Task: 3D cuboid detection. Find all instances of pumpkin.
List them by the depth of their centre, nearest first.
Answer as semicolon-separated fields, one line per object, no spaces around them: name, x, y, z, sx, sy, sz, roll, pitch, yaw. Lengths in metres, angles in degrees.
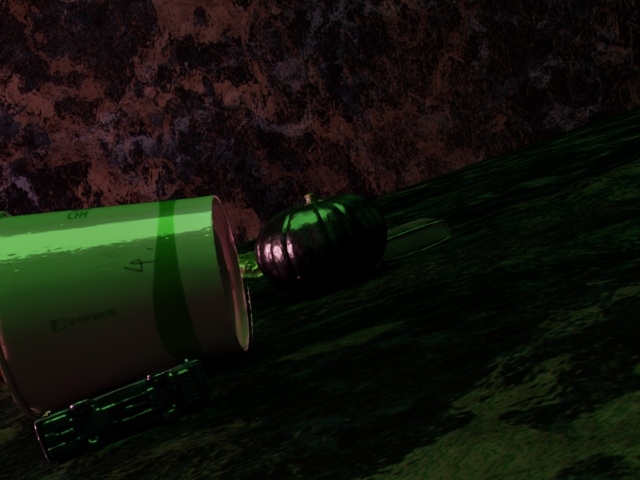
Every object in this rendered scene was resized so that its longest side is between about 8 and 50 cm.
pumpkin;0.000;0.000;1.919;0.202;0.140;0.202;-18;7;2

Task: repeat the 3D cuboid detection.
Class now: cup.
cup;-0.233;0.061;1.550;0.274;0.253;0.253;-12;4;3

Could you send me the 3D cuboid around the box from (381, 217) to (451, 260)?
box;0.131;-0.002;2.067;0.115;0.036;0.177;-19;4;-5

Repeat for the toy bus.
toy bus;-0.187;0.160;1.255;0.166;0.047;0.065;-20;0;-12

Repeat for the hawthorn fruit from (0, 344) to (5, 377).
hawthorn fruit;-0.528;0.134;2.244;0.210;0.210;0.262;-16;-12;35

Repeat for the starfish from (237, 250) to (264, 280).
starfish;-0.192;0.076;2.157;0.347;0.078;0.358;-22;7;37
